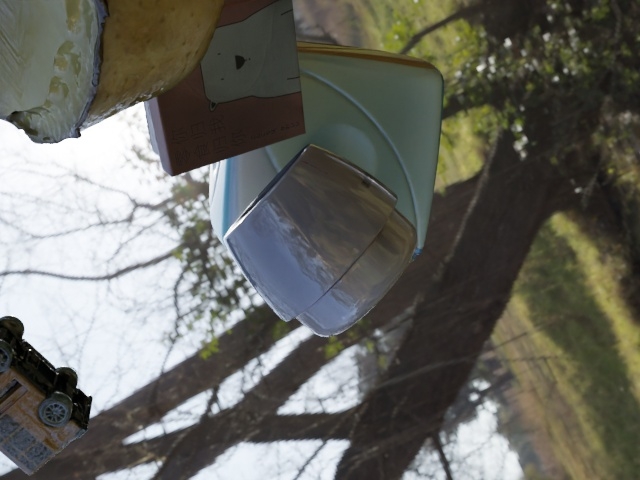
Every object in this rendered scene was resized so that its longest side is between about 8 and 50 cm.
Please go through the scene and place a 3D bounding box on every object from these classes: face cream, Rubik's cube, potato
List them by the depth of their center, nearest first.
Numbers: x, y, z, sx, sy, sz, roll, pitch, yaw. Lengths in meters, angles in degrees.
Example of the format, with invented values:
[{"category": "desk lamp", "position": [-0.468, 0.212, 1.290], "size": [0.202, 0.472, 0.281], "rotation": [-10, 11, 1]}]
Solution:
[{"category": "face cream", "position": [0.000, 0.000, 0.608], "size": [0.104, 0.117, 0.117], "rotation": [41, -166, -7]}, {"category": "potato", "position": [-0.213, -0.235, 0.891], "size": [0.242, 0.285, 0.242], "rotation": [17, -138, -16]}, {"category": "Rubik's cube", "position": [-0.006, -0.161, 1.509], "size": [0.352, 0.347, 0.351], "rotation": [-123, 38, -69]}]

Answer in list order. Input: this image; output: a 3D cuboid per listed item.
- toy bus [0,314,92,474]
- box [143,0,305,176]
[{"category": "toy bus", "position": [-0.341, 0.153, 0.936], "size": [0.182, 0.103, 0.091], "rotation": [48, -176, -19]}, {"category": "box", "position": [-0.138, -0.220, 1.187], "size": [0.086, 0.215, 0.215], "rotation": [40, 144, 49]}]
